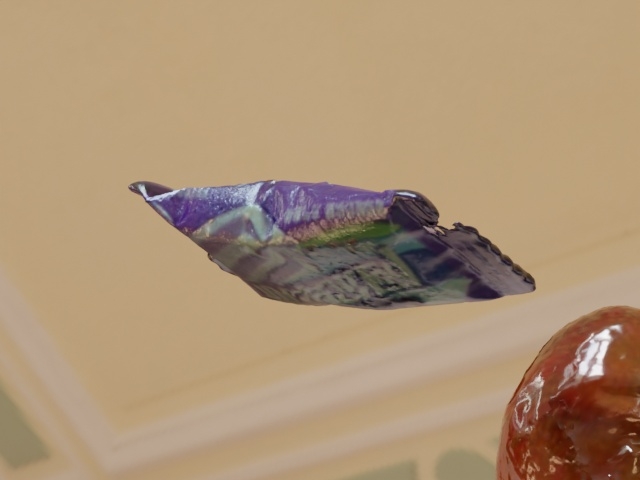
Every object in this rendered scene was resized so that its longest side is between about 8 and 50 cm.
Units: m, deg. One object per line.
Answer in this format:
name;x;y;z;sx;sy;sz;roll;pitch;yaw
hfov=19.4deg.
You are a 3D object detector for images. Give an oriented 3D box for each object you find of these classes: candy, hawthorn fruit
candy;0.000;0.000;1.245;0.275;0.070;0.145;4;-21;40
hawthorn fruit;0.119;0.087;0.693;0.128;0.128;0.128;18;-51;24
